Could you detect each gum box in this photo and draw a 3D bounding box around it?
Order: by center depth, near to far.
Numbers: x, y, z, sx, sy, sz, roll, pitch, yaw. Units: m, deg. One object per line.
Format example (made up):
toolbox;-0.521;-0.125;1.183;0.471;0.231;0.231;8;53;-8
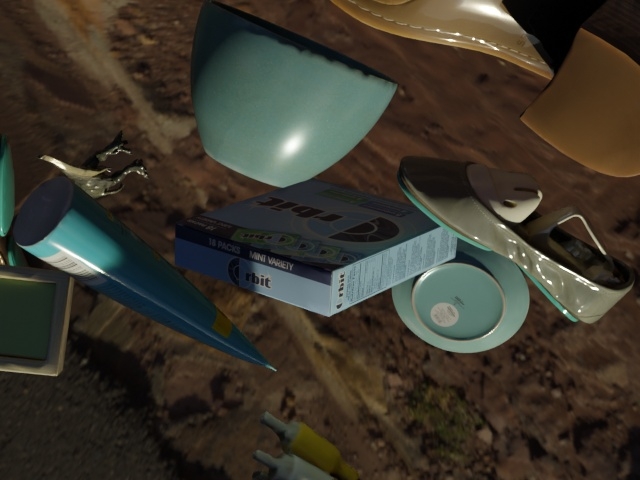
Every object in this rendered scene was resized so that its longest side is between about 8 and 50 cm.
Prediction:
gum box;0.000;0.000;0.964;0.157;0.184;0.041;17;112;33

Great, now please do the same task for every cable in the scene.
cable;0.050;0.266;1.104;0.287;0.072;0.139;21;63;-21

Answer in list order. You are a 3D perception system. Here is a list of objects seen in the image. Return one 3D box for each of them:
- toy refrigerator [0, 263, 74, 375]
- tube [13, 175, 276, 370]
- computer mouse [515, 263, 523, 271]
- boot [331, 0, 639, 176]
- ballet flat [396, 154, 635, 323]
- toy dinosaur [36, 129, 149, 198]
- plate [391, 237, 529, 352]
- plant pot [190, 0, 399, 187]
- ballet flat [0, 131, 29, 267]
toy refrigerator;-0.380;0.065;1.126;0.270;0.094;0.102;8;86;-8
tube;-0.116;0.032;0.800;0.052;0.080;0.207;-53;131;-5
computer mouse;0.223;0.037;1.645;0.193;0.106;0.042;-32;122;32
boot;0.110;-0.175;0.602;0.283;0.220;0.109;38;132;7
ballet flat;0.151;-0.015;0.865;0.213;0.072;0.068;35;120;-25
toy dinosaur;-0.343;-0.112;1.833;0.118;0.268;0.064;-24;79;1
plate;0.188;0.079;1.586;0.188;0.024;0.188;6;120;11
plant pot;-0.062;-0.187;1.621;0.290;0.290;0.195;23;101;-5
ballet flat;-0.545;-0.017;1.893;0.124;0.116;0.342;-1;124;-1
